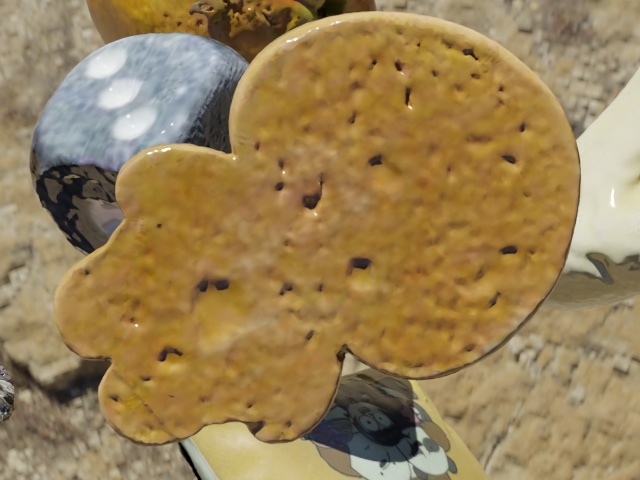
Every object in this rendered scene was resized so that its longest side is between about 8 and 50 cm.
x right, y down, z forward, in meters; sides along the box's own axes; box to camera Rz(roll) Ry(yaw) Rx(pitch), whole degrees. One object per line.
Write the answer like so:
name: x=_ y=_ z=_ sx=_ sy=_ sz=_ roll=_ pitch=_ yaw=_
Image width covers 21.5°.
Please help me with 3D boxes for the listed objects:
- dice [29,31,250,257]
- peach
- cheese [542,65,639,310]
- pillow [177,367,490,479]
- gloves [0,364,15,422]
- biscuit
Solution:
dice: x=-0.149 y=-0.076 z=1.592 sx=0.182 sy=0.181 sz=0.183 roll=5 pitch=52 yaw=31
peach: x=-0.117 y=-0.288 z=1.973 sx=0.373 sy=0.372 sz=0.290 roll=16 pitch=103 yaw=9
cheese: x=0.354 y=-0.025 z=1.486 sx=0.351 sy=0.129 sz=0.328 roll=-51 pitch=45 yaw=8
pillow: x=0.049 y=0.231 z=1.341 sx=0.119 sy=0.310 sz=0.312 roll=-44 pitch=67 yaw=28
gloves: x=-0.436 y=0.101 z=1.682 sx=0.210 sy=0.312 sz=0.135 roll=19 pitch=63 yaw=45
biscuit: x=0.000 y=0.000 z=0.892 sx=0.289 sy=0.044 sz=0.202 roll=-34 pitch=94 yaw=1
